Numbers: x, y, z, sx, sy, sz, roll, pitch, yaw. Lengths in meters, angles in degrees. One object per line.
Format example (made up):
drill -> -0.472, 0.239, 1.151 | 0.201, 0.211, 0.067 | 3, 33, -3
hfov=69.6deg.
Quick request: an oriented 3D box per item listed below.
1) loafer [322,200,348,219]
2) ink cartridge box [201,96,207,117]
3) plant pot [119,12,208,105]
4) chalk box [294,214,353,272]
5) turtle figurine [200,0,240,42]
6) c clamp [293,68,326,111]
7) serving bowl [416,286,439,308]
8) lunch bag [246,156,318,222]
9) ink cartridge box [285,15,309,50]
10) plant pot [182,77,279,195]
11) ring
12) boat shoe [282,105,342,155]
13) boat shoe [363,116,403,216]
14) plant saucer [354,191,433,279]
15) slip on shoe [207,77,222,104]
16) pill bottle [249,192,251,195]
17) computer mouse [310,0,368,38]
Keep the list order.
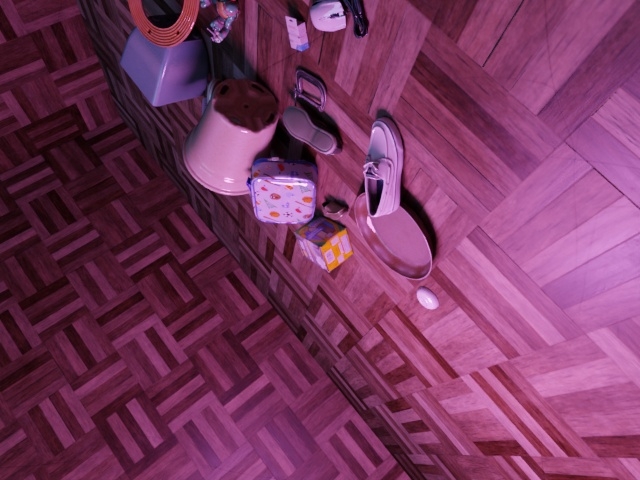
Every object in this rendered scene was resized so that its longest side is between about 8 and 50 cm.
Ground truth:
loafer -> 0.043, -0.108, 1.606 | 0.050, 0.056, 0.148 | 56, 159, -21
ink cartridge box -> -0.433, -0.439, 1.921 | 0.224, 0.045, 0.223 | 66, -161, -68
plant pot -> -0.576, -0.710, 1.759 | 0.247, 0.248, 0.252 | 52, 139, 8
chalk box -> 0.000, 0.000, 1.756 | 0.213, 0.132, 0.132 | 32, 150, 46
turtle figurine -> -0.300, -0.689, 1.378 | 0.234, 0.118, 0.175 | -132, 32, -58
c clamp -> -0.031, -0.427, 1.344 | 0.161, 0.022, 0.137 | 39, 148, 37
serving bowl -> 0.339, 0.189, 1.477 | 0.083, 0.027, 0.083 | 45, 157, 25
lunch bag -> -0.135, -0.175, 1.634 | 0.303, 0.243, 0.114 | 97, 176, -60
ink cartridge box -> -0.061, -0.548, 1.211 | 0.048, 0.028, 0.083 | 37, 153, 37
plant pot -> -0.291, -0.376, 1.599 | 0.333, 0.334, 0.305 | 52, 147, 7
ring -> -0.523, -0.827, 1.539 | 0.337, 0.032, 0.336 | 11, 111, 29
boat shoe -> -0.026, -0.329, 1.394 | 0.228, 0.081, 0.069 | 44, -159, 26
boat shoe -> 0.154, -0.181, 1.181 | 0.095, 0.084, 0.258 | 19, 125, 48
plant saucer -> 0.225, -0.021, 1.374 | 0.310, 0.050, 0.310 | 44, 156, 26
slip on shoe -> -0.364, -0.486, 1.843 | 0.101, 0.123, 0.331 | 5, 129, 21
pill bottle -> -0.236, -0.221, 1.929 | 0.208, 0.118, 0.117 | 24, 144, 51
computer mouse -> 0.028, -0.515, 1.059 | 0.193, 0.042, 0.106 | 25, 145, 51
